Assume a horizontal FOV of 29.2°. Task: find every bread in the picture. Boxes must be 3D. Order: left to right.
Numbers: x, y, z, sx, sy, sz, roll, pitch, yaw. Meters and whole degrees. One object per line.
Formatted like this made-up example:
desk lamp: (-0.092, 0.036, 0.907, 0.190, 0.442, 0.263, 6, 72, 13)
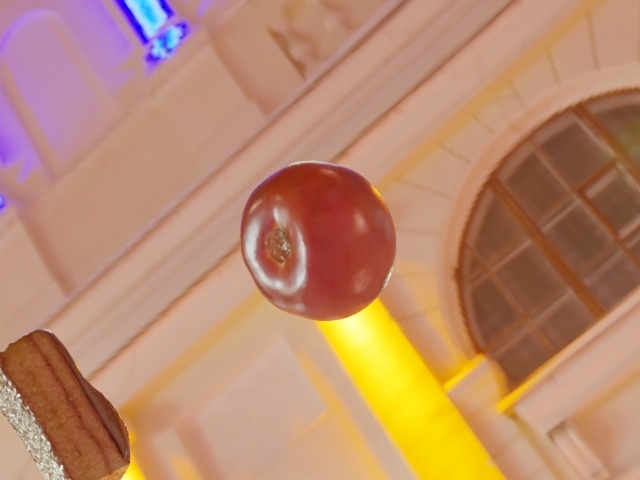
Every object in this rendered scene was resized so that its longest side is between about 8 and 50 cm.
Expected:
bread: (-0.367, 0.254, 1.740, 0.110, 0.234, 0.184, -31, -12, -26)

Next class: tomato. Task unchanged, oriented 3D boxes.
tomato: (0.000, 0.000, 1.409, 0.136, 0.195, 0.195, -12, -37, -41)
